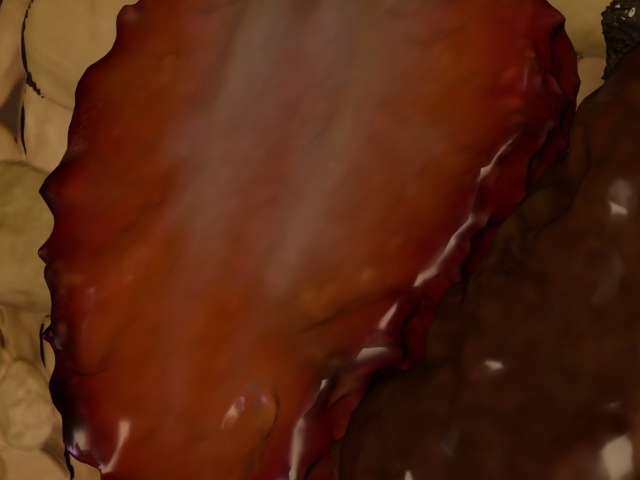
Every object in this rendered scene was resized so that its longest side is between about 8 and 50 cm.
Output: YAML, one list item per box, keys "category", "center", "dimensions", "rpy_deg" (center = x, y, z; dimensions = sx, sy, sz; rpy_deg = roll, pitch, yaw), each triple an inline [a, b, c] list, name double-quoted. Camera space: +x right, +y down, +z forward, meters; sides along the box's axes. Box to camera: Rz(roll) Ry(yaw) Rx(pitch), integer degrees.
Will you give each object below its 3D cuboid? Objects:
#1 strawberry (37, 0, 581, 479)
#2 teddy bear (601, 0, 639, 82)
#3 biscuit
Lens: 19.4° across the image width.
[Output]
- category: "strawberry"
  center: [0.000, 0.000, 0.890]
  dimensions: [0.265, 0.149, 0.336]
  rpy_deg: [1, 60, 29]
- category: "teddy bear"
  center: [0.171, -0.046, 0.954]
  dimensions: [0.119, 0.078, 0.160]
  rpy_deg: [0, 99, -15]
- category: "biscuit"
  center: [0.199, 0.032, 0.787]
  dimensions: [0.395, 0.342, 0.166]
  rpy_deg: [-47, 60, 3]
